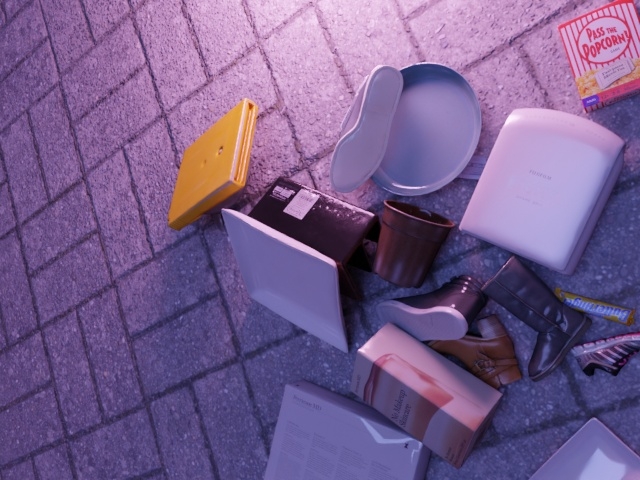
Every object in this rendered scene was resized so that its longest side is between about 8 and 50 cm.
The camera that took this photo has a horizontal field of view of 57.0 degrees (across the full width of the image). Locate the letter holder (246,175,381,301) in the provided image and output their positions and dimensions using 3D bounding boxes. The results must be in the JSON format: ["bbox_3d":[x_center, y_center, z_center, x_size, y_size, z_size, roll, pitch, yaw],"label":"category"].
[{"bbox_3d":[0.000,0.000,1.482,0.302,0.214,0.152,25,67,31],"label":"letter holder"}]

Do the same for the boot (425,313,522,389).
[{"bbox_3d":[0.332,0.265,1.302,0.197,0.073,0.152,-28,77,28],"label":"boot"}]

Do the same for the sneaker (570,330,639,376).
[{"bbox_3d":[0.588,0.227,1.162,0.170,0.063,0.074,-22,75,32],"label":"sneaker"}]

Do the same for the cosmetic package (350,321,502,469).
[{"bbox_3d":[0.223,0.334,1.295,0.296,0.129,0.153,30,135,29],"label":"cosmetic package"}]

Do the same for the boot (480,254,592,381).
[{"bbox_3d":[0.422,0.161,1.220,0.208,0.076,0.189,36,94,2],"label":"boot"}]

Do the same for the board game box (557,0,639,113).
[{"bbox_3d":[0.591,-0.381,1.212,0.147,0.045,0.193,-19,77,27],"label":"board game box"}]

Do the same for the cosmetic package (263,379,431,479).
[{"bbox_3d":[0.058,0.538,1.423,0.377,0.097,0.284,15,96,30],"label":"cosmetic package"}]

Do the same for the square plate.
[{"bbox_3d":[-0.074,0.095,1.451,0.344,0.347,0.049,25,56,29],"label":"square plate"}]

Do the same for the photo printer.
[{"bbox_3d":[0.464,-0.114,1.230,0.256,0.107,0.307,27,100,29],"label":"photo printer"}]

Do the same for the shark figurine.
[{"bbox_3d":[-0.283,-0.134,1.661,0.278,0.116,0.166,-34,72,26],"label":"shark figurine"}]

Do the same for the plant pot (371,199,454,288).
[{"bbox_3d":[0.201,0.012,1.352,0.167,0.167,0.165,25,107,29],"label":"plant pot"}]

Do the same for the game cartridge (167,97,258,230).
[{"bbox_3d":[-0.298,-0.198,1.606,0.324,0.053,0.285,-28,46,42],"label":"game cartridge"}]

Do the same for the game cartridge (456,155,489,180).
[{"bbox_3d":[0.355,-0.166,1.350,0.083,0.017,0.056,10,95,30],"label":"game cartridge"}]

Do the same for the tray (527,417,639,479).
[{"bbox_3d":[0.522,0.501,1.197,0.145,0.030,0.270,44,108,26],"label":"tray"}]

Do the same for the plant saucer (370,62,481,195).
[{"bbox_3d":[0.233,-0.260,1.402,0.318,0.044,0.317,-3,84,33],"label":"plant saucer"}]

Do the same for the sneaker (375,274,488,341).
[{"bbox_3d":[0.258,0.150,1.345,0.296,0.147,0.104,-9,113,57],"label":"sneaker"}]

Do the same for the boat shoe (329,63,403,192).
[{"bbox_3d":[0.106,-0.268,1.426,0.116,0.099,0.319,18,108,-13],"label":"boat shoe"}]

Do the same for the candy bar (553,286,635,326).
[{"bbox_3d":[0.559,0.137,1.210,0.161,0.018,0.040,16,95,31],"label":"candy bar"}]
